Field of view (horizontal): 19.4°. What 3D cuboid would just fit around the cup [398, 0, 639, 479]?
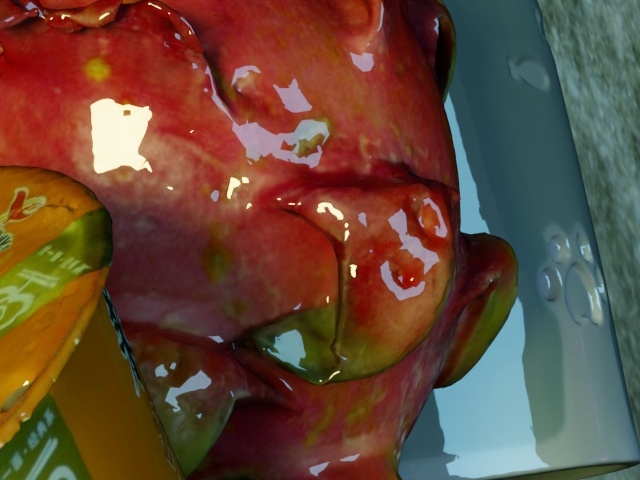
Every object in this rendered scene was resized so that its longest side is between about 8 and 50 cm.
[{"bbox_3d":[0.000,0.000,0.924,0.356,0.259,0.274,72,10,-81],"label":"cup"}]

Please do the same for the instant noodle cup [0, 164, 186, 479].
[{"bbox_3d":[-0.114,0.117,0.469,0.182,0.230,0.230,62,34,-26],"label":"instant noodle cup"}]

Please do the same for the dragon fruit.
[{"bbox_3d":[-0.062,-0.029,0.627,0.307,0.227,0.243,42,77,-24],"label":"dragon fruit"}]
